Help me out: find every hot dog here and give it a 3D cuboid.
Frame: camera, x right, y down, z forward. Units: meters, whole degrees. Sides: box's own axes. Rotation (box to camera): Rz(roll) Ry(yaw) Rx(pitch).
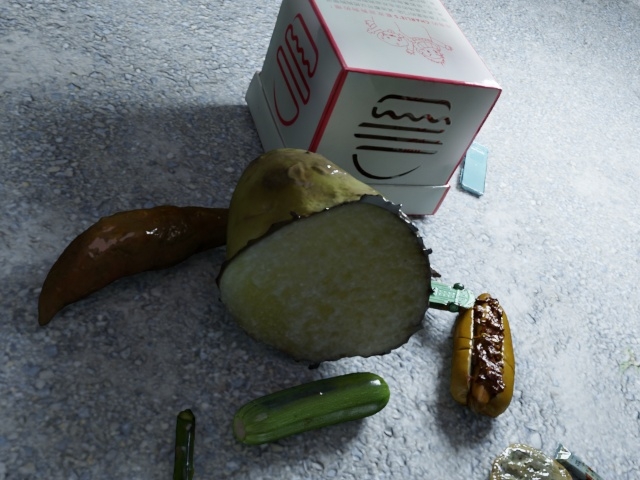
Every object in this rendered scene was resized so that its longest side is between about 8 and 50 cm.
[{"bbox_3d":[0.254,0.171,1.167,0.102,0.076,0.249,26,40,-5],"label":"hot dog"}]

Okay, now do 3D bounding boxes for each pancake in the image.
[{"bbox_3d":[0.299,0.349,1.044,0.152,0.025,0.151,13,42,-12],"label":"pancake"}]

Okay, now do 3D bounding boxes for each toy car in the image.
[{"bbox_3d":[0.187,0.089,1.224,0.122,0.035,0.059,13,37,11],"label":"toy car"}]

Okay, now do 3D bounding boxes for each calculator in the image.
[{"bbox_3d":[0.318,-0.153,1.575,0.057,0.018,0.172,21,41,-3],"label":"calculator"}]

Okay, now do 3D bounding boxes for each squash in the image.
[{"bbox_3d":[-0.006,0.218,1.001,0.229,0.066,0.066,-8,51,-31],"label":"squash"}]

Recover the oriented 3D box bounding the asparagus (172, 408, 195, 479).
[{"bbox_3d":[-0.153,0.292,0.881,0.034,0.027,0.236,-2,47,-13],"label":"asparagus"}]

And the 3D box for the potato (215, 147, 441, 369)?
[{"bbox_3d":[0.000,0.000,1.112,0.301,0.288,0.237,-16,29,1],"label":"potato"}]

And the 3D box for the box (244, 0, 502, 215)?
[{"bbox_3d":[0.079,-0.254,1.349,0.315,0.300,0.312,1,46,-25],"label":"box"}]

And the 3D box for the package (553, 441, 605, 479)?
[{"bbox_3d":[0.385,0.340,1.102,0.110,0.015,0.037,39,38,13],"label":"package"}]

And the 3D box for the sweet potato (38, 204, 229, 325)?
[{"bbox_3d":[-0.250,0.002,1.079,0.355,0.095,0.106,-25,102,-38],"label":"sweet potato"}]
